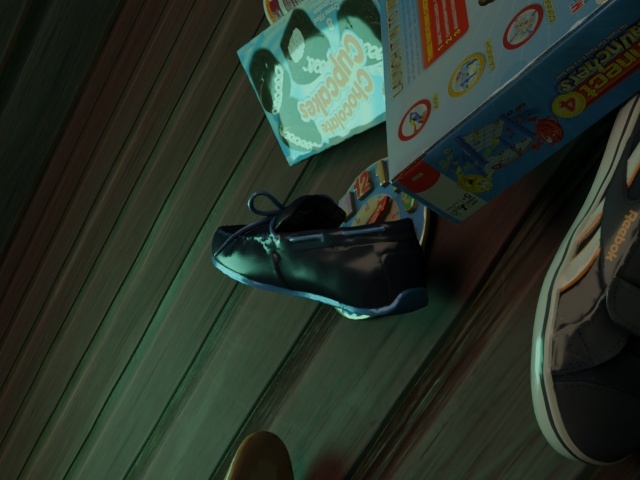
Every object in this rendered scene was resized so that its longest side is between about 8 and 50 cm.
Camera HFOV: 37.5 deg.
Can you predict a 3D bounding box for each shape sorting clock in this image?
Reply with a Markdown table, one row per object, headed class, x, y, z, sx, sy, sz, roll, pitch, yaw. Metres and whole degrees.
| class | x | y | z | sx | sy | sz | roll | pitch | yaw |
| --- | --- | --- | --- | --- | --- | --- | --- | --- | --- |
| shape sorting clock | 0.063 | -0.004 | 1.150 | 0.206 | 0.040 | 0.206 | -42 | 38 | 43 |

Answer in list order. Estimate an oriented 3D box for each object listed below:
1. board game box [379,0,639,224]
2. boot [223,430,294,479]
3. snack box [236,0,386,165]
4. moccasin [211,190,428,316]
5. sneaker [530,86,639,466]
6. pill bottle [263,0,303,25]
| class | x | y | z | sx | sy | sz | roll | pitch | yaw |
| --- | --- | --- | --- | --- | --- | --- | --- | --- | --- |
| board game box | 0.187 | -0.218 | 0.848 | 0.302 | 0.086 | 0.308 | -39 | 34 | 36 |
| boot | -0.132 | 0.385 | 1.166 | 0.211 | 0.104 | 0.295 | -20 | 59 | 56 |
| snack box | 0.019 | -0.228 | 1.253 | 0.322 | 0.060 | 0.187 | -19 | 97 | 57 |
| moccasin | 0.000 | 0.000 | 1.102 | 0.342 | 0.137 | 0.117 | 10 | 105 | 44 |
| sneaker | 0.255 | 0.013 | 0.691 | 0.127 | 0.126 | 0.321 | -3 | 67 | 67 |
| pill bottle | 0.013 | -0.384 | 1.421 | 0.221 | 0.121 | 0.121 | -10 | 63 | 59 |
